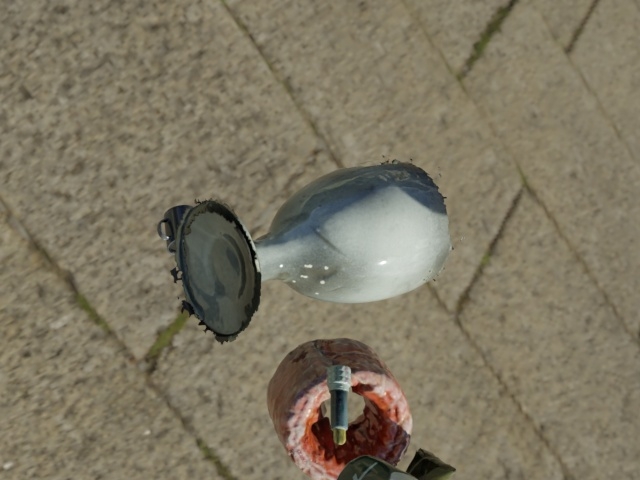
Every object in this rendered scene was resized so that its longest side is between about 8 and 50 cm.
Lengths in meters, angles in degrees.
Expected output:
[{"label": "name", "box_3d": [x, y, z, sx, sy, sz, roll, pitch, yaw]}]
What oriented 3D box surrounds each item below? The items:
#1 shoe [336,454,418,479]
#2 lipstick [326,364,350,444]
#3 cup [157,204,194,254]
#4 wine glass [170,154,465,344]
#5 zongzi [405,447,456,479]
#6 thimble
[{"label": "shoe", "box_3d": [0.104, 0.370, 1.273, 0.160, 0.131, 0.363, 44, -17, 42]}, {"label": "lipstick", "box_3d": [0.027, 0.240, 1.661, 0.037, 0.037, 0.116, 24, 56, -40]}, {"label": "cup", "box_3d": [-0.280, -0.023, 2.276, 0.100, 0.078, 0.077, 12, 53, -43]}, {"label": "wine glass", "box_3d": [0.000, 0.005, 1.475, 0.357, 0.190, 0.190, -16, 83, -37]}, {"label": "zongzi", "box_3d": [0.171, 0.404, 1.880, 0.055, 0.119, 0.109, 29, 86, -18]}, {"label": "thimble", "box_3d": [0.030, 0.291, 1.976, 0.239, 0.239, 0.162, 48, 4, -20]}]
